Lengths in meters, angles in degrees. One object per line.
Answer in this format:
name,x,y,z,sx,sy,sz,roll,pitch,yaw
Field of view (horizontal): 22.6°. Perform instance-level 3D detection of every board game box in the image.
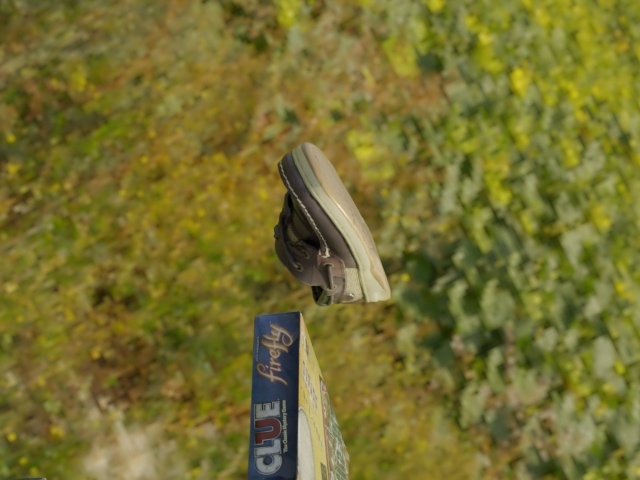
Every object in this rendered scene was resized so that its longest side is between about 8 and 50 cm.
board game box,-0.015,0.197,1.379,0.243,0.042,0.165,73,13,-50

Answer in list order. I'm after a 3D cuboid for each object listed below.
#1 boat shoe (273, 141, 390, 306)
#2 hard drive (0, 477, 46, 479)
boat shoe,0.000,0.000,1.587,0.285,0.092,0.103,58,8,-64
hard drive,-0.280,0.314,1.218,0.054,0.172,0.255,119,-34,-67
